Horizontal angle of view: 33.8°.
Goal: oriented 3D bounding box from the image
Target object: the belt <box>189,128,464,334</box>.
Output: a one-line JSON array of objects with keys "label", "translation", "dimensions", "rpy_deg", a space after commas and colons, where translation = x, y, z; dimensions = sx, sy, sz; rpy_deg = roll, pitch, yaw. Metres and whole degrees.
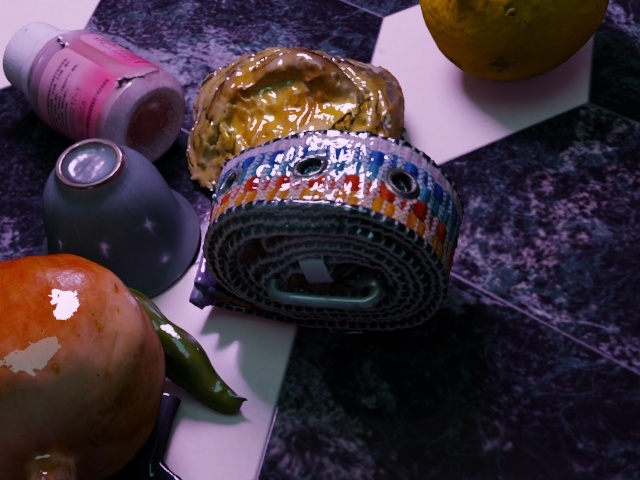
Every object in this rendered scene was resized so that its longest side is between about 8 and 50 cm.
[{"label": "belt", "translation": [0.000, 0.000, 1.138], "dimensions": [0.295, 0.206, 0.160], "rpy_deg": [7, 49, 10]}]

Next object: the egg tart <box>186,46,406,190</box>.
[{"label": "egg tart", "translation": [-0.039, -0.160, 1.336], "dimensions": [0.297, 0.132, 0.297], "rpy_deg": [-7, 53, 9]}]

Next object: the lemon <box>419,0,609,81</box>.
[{"label": "lemon", "translation": [0.257, -0.324, 1.358], "dimensions": [0.254, 0.228, 0.228], "rpy_deg": [-22, 51, -17]}]

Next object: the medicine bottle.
[{"label": "medicine bottle", "translation": [-0.303, -0.199, 1.387], "dimensions": [0.247, 0.147, 0.147], "rpy_deg": [31, 60, 29]}]

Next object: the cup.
[{"label": "cup", "translation": [-0.253, -0.042, 1.243], "dimensions": [0.199, 0.150, 0.199], "rpy_deg": [-3, 50, 4]}]

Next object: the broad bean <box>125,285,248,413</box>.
[{"label": "broad bean", "translation": [-0.197, 0.092, 1.156], "dimensions": [0.297, 0.060, 0.043], "rpy_deg": [36, 27, 18]}]

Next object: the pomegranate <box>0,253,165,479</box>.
[{"label": "pomegranate", "translation": [-0.273, 0.149, 1.022], "dimensions": [0.252, 0.229, 0.270], "rpy_deg": [-27, 39, -6]}]

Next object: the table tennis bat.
[{"label": "table tennis bat", "translation": [-0.185, 0.259, 1.063], "dimensions": [0.150, 0.027, 0.236], "rpy_deg": [3, 52, 11]}]
